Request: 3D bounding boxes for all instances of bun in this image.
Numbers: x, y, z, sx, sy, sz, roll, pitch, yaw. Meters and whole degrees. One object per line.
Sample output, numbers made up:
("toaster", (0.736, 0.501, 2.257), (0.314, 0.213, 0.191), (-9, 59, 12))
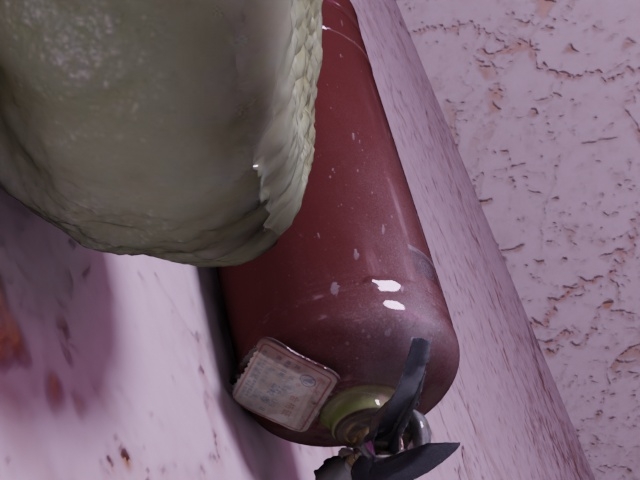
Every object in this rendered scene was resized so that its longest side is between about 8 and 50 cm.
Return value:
("bun", (-0.056, -0.084, 0.495), (0.195, 0.118, 0.195), (-176, -90, -89))

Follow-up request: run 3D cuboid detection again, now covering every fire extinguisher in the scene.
("fire extinguisher", (0.000, 0.000, 0.715), (0.105, 0.104, 0.269), (57, 15, -50))
